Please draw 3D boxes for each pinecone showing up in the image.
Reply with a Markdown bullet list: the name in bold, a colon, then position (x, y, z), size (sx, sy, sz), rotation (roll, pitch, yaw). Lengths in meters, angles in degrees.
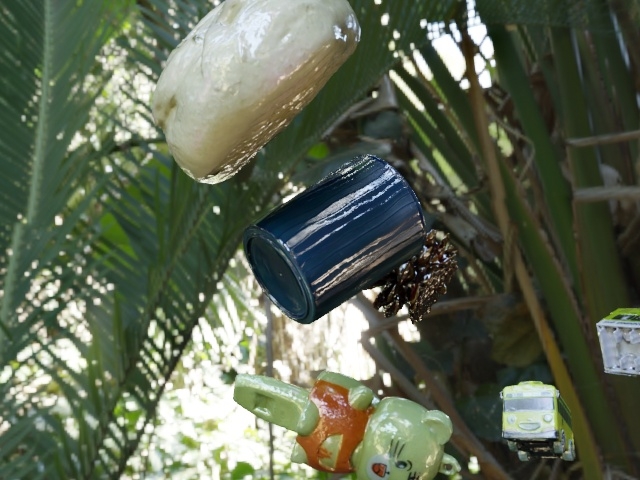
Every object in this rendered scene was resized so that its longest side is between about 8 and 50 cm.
- **pinecone**: position (0.109, 0.037, 0.943), size (0.121, 0.140, 0.140), rotation (32, 11, 28)

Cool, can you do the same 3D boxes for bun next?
- **bun**: position (-0.065, -0.150, 0.637), size (0.210, 0.116, 0.237), rotation (-46, 6, -11)

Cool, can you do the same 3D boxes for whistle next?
- **whistle**: position (0.027, 0.224, 0.868), size (0.289, 0.131, 0.106), rotation (17, 28, 11)

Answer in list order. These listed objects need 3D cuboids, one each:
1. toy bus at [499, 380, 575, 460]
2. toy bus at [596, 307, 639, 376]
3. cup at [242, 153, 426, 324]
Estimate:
- **toy bus**: position (0.498, 0.416, 1.653), size (0.128, 0.150, 0.262), rotation (-7, -27, 24)
- **toy bus**: position (0.595, 0.174, 1.167), size (0.139, 0.113, 0.302), rotation (-16, 6, -33)
- **cup**: position (0.007, 0.007, 0.696), size (0.138, 0.113, 0.150), rotation (-33, -13, -26)
